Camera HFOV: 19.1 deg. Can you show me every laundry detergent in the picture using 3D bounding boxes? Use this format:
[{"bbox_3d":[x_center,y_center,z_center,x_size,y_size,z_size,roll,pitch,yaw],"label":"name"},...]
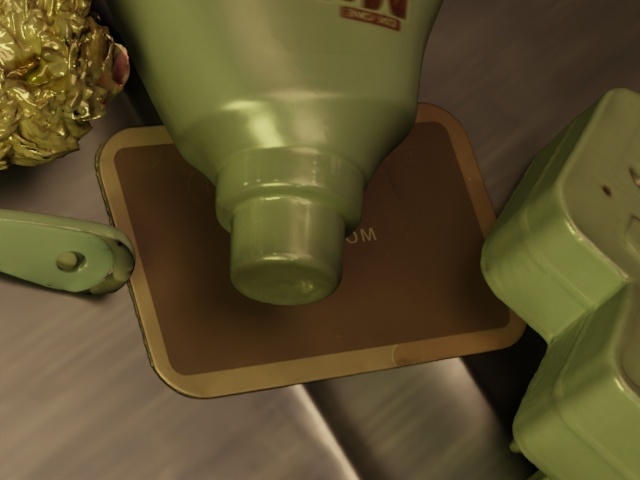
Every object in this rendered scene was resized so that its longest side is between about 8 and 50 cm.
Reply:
[{"bbox_3d":[-0.031,-0.156,1.159,0.264,0.125,0.398,13,62,-21],"label":"laundry detergent"}]

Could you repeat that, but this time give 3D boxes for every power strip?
[{"bbox_3d":[0.197,0.065,1.182,0.229,0.141,0.261,41,41,-6],"label":"power strip"}]

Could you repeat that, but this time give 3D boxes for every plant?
[{"bbox_3d":[-0.167,-0.090,1.080,0.116,0.122,0.104,-31,86,-2],"label":"plant"}]

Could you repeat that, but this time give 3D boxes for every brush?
[{"bbox_3d":[-0.241,-0.030,1.035,0.297,0.068,0.060,15,39,-24],"label":"brush"}]

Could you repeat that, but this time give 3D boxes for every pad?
[{"bbox_3d":[0.000,0.000,1.170,0.266,0.002,0.176,-7,70,-30],"label":"pad"}]
